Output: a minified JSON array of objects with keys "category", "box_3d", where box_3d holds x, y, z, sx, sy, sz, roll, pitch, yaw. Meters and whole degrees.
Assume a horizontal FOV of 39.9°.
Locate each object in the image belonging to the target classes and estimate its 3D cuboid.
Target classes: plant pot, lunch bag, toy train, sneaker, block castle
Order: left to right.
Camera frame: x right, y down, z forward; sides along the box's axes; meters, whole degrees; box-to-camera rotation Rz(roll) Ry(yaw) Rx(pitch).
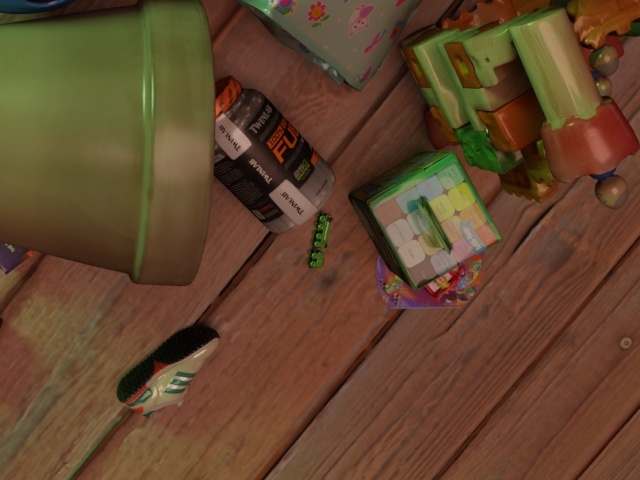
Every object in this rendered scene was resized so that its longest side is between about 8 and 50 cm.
[{"category":"plant pot","box_3d":[-0.278,-0.112,0.948,0.280,0.323,0.323,1,106,-16]},{"category":"sneaker","box_3d":[-0.198,0.184,1.218,0.161,0.057,0.075,-37,129,-2]},{"category":"toy train","box_3d":[0.000,0.000,1.224,0.024,0.017,0.083,6,106,-26]},{"category":"lunch bag","box_3d":[0.030,-0.319,1.053,0.262,0.160,0.223,26,100,-52]},{"category":"block castle","box_3d":[0.294,-0.196,1.008,0.303,0.453,0.212,-28,105,-5]}]

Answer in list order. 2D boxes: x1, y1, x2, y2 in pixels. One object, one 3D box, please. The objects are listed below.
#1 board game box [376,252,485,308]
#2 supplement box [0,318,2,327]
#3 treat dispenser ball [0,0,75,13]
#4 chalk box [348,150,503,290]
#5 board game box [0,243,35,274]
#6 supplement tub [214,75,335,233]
[{"category":"board game box","box_3d":[0.166,0.042,1.271,0.169,0.033,0.133,1,107,-15]},{"category":"supplement box","box_3d":[-0.453,0.135,1.135,0.055,0.043,0.083,26,98,-20]},{"category":"treat dispenser ball","box_3d":[-0.312,-0.374,0.880,0.288,0.288,0.288,-4,108,-13]},{"category":"chalk box","box_3d":[0.135,-0.030,1.132,0.132,0.213,0.132,-30,99,-3]},{"category":"board game box","box_3d":[-0.390,-0.065,1.086,0.141,0.048,0.170,-39,112,-2]},{"category":"supplement tub","box_3d":[-0.080,-0.109,1.115,0.117,0.117,0.190,-44,113,2]}]
